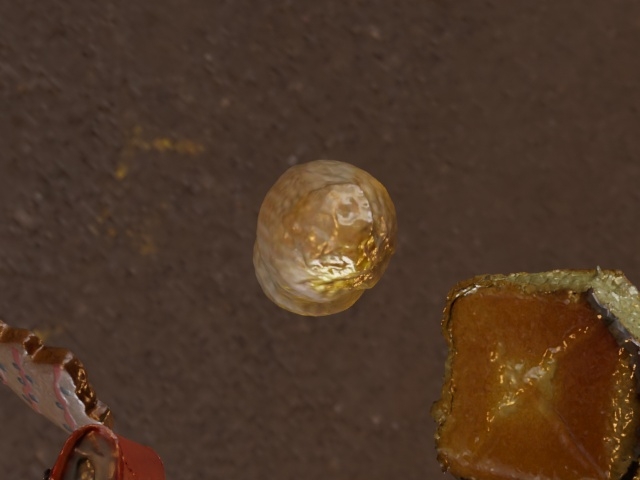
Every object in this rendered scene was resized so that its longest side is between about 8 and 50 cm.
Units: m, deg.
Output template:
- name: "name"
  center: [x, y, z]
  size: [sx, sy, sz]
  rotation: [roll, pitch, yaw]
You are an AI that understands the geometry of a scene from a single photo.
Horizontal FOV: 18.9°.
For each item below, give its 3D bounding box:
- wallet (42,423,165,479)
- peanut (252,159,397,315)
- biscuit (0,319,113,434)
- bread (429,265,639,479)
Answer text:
- name: "wallet"
  center: [-0.106, 0.159, 0.876]
  size: [0.204, 0.045, 0.142]
  rotation: [92, 13, -81]
- name: "peanut"
  center: [0.000, 0.000, 1.199]
  size: [0.087, 0.087, 0.206]
  rotation: [-40, 177, -9]
- name: "biscuit"
  center: [-0.196, 0.094, 1.315]
  size: [0.019, 0.130, 0.119]
  rotation: [-48, 157, -26]
- name: "bread"
  center: [0.131, 0.076, 1.032]
  size: [0.069, 0.140, 0.128]
  rotation: [-6, 97, -52]
